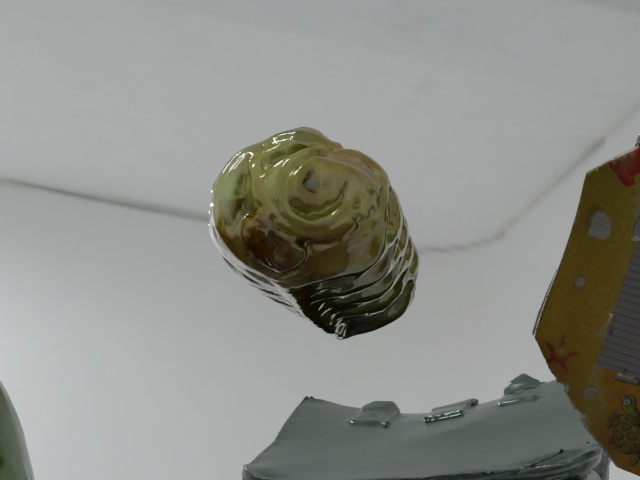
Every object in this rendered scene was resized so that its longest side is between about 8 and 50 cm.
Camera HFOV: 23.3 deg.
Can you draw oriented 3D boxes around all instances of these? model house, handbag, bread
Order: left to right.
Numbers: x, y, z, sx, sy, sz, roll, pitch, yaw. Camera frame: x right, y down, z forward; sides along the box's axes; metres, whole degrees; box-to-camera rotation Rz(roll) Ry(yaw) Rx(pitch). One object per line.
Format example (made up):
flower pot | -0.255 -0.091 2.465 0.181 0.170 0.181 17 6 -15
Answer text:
bread | 0.001 0.000 0.875 0.098 0.087 0.269 30 -5 11
handbag | 0.083 0.161 1.115 0.248 0.079 0.260 -5 8 13
model house | 0.248 0.043 0.997 0.207 0.219 0.136 15 19 8

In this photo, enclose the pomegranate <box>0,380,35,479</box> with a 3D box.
pomegranate | -0.257 0.154 0.857 0.310 0.216 0.358 47 -14 46
